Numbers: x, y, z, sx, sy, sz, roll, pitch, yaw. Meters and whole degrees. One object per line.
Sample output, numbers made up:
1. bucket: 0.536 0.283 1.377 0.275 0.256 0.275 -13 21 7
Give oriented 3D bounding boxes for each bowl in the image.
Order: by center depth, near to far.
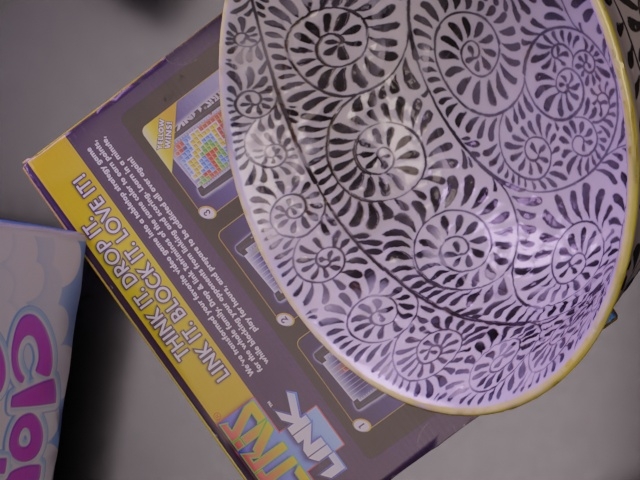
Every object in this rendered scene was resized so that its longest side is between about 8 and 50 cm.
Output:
1. bowl: 0.050 -0.040 0.419 0.080 0.170 0.170 -17 87 -38

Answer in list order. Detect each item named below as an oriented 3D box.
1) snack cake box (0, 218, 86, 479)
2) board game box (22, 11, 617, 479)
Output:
1. snack cake box: -0.184 0.114 0.481 0.152 0.089 0.264 9 91 27
2. board game box: 0.000 0.000 0.503 0.141 0.048 0.170 -36 86 7
